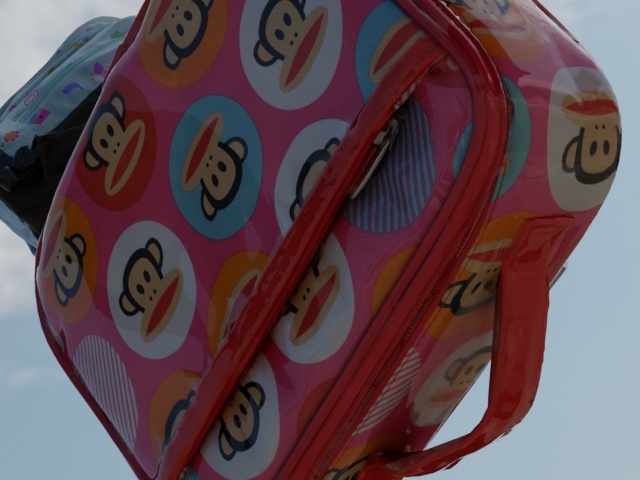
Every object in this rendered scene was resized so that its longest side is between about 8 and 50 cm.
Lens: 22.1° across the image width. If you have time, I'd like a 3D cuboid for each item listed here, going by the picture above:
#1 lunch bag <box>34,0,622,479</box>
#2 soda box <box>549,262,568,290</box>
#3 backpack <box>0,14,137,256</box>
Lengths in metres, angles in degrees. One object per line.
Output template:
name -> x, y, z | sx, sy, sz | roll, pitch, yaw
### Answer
lunch bag -> 0.000, 0.000, 0.746 | 0.120, 0.258, 0.293 | -2, -48, -43
soda box -> 0.162, -0.007, 1.664 | 0.063, 0.183, 0.058 | -53, -7, 11
backpack -> -0.145, -0.072, 1.114 | 0.182, 0.115, 0.152 | -51, -42, -14
